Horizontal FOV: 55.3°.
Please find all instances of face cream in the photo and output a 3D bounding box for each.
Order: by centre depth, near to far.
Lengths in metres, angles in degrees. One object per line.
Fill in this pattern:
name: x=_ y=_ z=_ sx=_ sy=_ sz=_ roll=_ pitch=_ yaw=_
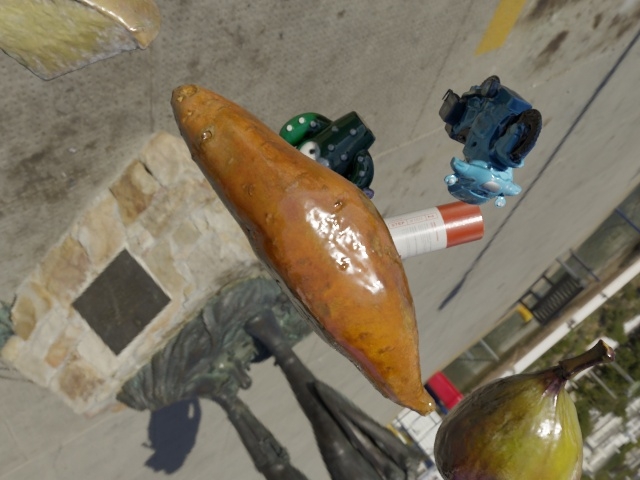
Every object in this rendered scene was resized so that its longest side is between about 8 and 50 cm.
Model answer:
face cream: x=0.234 y=-0.022 z=1.316 sx=0.214 sy=0.096 sz=0.096 roll=-13 pitch=155 yaw=-4

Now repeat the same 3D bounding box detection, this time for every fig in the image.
fig: x=0.246 y=0.216 z=0.708 sx=0.145 sy=0.170 sz=0.274 roll=-33 pitch=152 yaw=-53

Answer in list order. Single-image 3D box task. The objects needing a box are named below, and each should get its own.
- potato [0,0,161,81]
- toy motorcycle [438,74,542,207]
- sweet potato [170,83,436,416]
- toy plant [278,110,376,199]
potato: x=-0.385 y=-0.392 z=0.938 sx=0.264 sy=0.211 sz=0.189 roll=-6 pitch=141 yaw=28
toy motorcycle: x=0.262 y=-0.160 z=0.980 sx=0.123 sy=0.272 sz=0.182 roll=21 pitch=117 yaw=-15
sweet potato: x=0.003 y=0.004 z=0.516 sx=0.112 sy=0.359 sz=0.112 roll=-33 pitch=-172 yaw=5
toy plant: x=0.009 y=-0.178 z=1.360 sx=0.243 sy=0.233 sz=0.112 roll=-11 pitch=174 yaw=19
